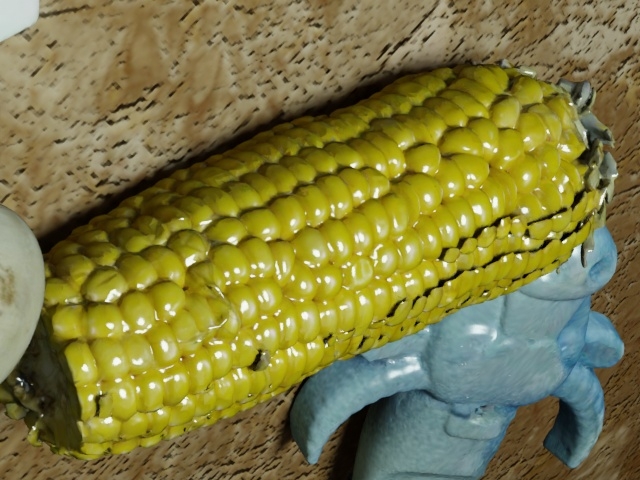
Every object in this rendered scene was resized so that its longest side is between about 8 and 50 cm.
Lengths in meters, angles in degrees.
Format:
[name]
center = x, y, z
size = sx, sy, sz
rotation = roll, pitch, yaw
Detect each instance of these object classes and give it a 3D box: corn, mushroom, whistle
[corn]
center = 0.000, 0.000, 0.816
size = 0.318, 0.115, 0.115
rotation = -21, 141, -36
[mushroom]
center = -0.144, 0.019, 0.686
size = 0.079, 0.085, 0.085
rotation = 29, 102, -31
[whistle]
center = 0.081, 0.062, 1.011
size = 0.180, 0.093, 0.269
rotation = 3, 126, -26

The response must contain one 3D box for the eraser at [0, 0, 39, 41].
[eraser]
center = -0.131, -0.159, 0.466
size = 0.130, 0.086, 0.287
rotation = -29, 145, -33
